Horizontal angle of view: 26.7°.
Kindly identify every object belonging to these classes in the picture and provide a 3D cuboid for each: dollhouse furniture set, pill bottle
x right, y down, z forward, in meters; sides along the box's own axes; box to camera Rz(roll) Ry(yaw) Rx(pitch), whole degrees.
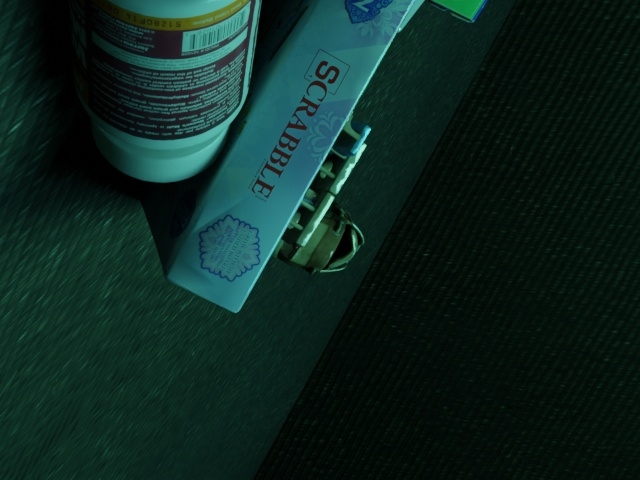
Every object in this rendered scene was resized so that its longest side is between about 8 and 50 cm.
[{"bbox_3d":[-0.021,-0.067,1.304,0.129,0.129,0.184,-59,-152,-3],"label":"dollhouse furniture set"},{"bbox_3d":[-0.102,-0.135,0.878,0.121,0.121,0.221,-55,171,-28],"label":"pill bottle"}]

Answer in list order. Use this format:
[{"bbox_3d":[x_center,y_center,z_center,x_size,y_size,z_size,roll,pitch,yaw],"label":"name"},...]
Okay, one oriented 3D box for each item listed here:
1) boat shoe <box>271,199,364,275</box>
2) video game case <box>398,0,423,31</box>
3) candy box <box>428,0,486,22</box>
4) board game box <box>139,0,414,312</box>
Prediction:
[{"bbox_3d":[0.000,0.000,2.009,0.123,0.116,0.324,-61,172,11],"label":"boat shoe"},{"bbox_3d":[0.049,-0.250,1.316,0.193,0.023,0.212,-7,-144,44],"label":"video game case"},{"bbox_3d":[0.218,-0.445,1.500,0.317,0.122,0.268,-60,-175,50],"label":"candy box"},{"bbox_3d":[-0.037,-0.127,1.099,0.318,0.066,0.318,-60,-165,6],"label":"board game box"}]
